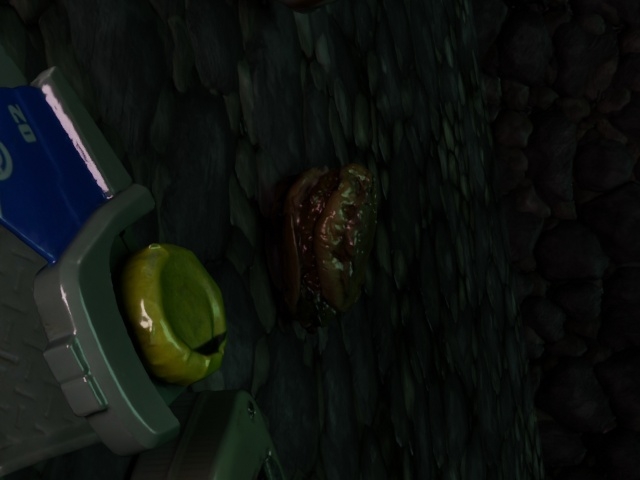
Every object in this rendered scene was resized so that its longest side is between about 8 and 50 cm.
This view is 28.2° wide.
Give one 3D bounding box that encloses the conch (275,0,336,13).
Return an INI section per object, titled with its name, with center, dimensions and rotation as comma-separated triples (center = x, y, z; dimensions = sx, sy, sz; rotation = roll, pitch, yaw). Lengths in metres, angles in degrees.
[conch]
center = -0.032, -0.384, 1.472
dimensions = 0.249, 0.197, 0.368
rotation = -47, 137, -24

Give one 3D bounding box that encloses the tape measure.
[tape measure]
center = -0.087, 0.277, 1.196
dimensions = 0.207, 0.115, 0.235
rotation = -76, 153, -54

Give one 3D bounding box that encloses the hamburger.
[hamburger]
center = 0.000, 0.000, 1.594
dimensions = 0.183, 0.130, 0.206
rotation = -53, 153, -63

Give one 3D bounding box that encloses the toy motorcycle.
[toy motorcycle]
center = -0.221, 0.000, 0.797
dimensions = 0.326, 0.191, 0.200
rotation = 63, 26, -12
